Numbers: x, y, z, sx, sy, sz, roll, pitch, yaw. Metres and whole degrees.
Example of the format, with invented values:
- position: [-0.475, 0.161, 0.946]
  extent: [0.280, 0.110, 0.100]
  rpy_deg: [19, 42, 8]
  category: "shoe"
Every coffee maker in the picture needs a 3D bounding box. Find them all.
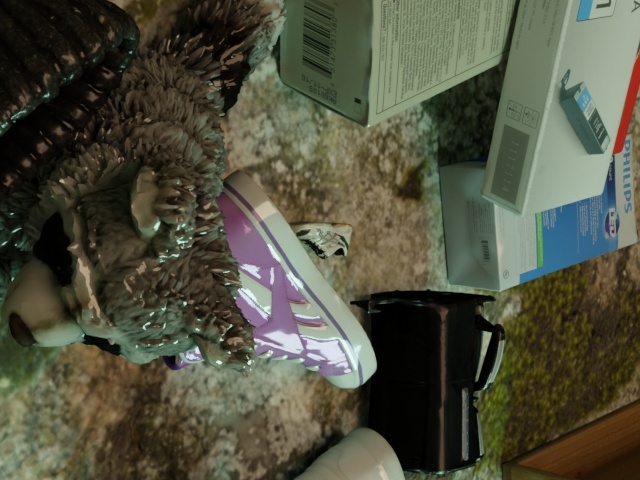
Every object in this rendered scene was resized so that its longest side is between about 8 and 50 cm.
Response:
- position: [0.095, 0.142, 1.456]
  extent: [0.171, 0.120, 0.178]
  rpy_deg: [0, 92, -26]
  category: "coffee maker"

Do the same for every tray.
- position: [0.426, 0.260, 1.715]
  extent: [0.411, 0.203, 0.076]
  rpy_deg: [-14, 105, -43]
  category: "tray"

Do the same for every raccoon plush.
- position: [-0.103, -0.089, 1.097]
  extent: [0.216, 0.299, 0.446]
  rpy_deg: [47, 62, -36]
  category: "raccoon plush"

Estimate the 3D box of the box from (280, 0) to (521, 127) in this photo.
- position: [0.113, -0.240, 1.380]
  extent: [0.311, 0.121, 0.148]
  rpy_deg: [-27, 134, -37]
  category: "box"

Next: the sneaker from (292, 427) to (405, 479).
- position: [0.029, 0.352, 1.415]
  extent: [0.169, 0.108, 0.292]
  rpy_deg: [-28, 103, -37]
  category: "sneaker"

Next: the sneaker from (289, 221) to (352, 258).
- position: [0.000, 0.000, 1.393]
  extent: [0.083, 0.032, 0.037]
  rpy_deg: [4, 91, -44]
  category: "sneaker"

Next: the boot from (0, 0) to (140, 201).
- position: [-0.213, -0.219, 0.943]
  extent: [0.348, 0.260, 0.131]
  rpy_deg: [-55, 163, 10]
  category: "boot"

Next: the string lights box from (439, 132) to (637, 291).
- position: [0.250, -0.038, 1.601]
  extent: [0.259, 0.077, 0.133]
  rpy_deg: [-15, 105, -43]
  category: "string lights box"

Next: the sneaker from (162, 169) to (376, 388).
- position: [-0.066, 0.076, 1.311]
  extent: [0.161, 0.102, 0.282]
  rpy_deg: [-44, 130, -10]
  category: "sneaker"

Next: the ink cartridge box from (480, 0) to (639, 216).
- position: [0.291, -0.190, 1.462]
  extent: [0.261, 0.066, 0.296]
  rpy_deg: [-16, 125, -42]
  category: "ink cartridge box"
